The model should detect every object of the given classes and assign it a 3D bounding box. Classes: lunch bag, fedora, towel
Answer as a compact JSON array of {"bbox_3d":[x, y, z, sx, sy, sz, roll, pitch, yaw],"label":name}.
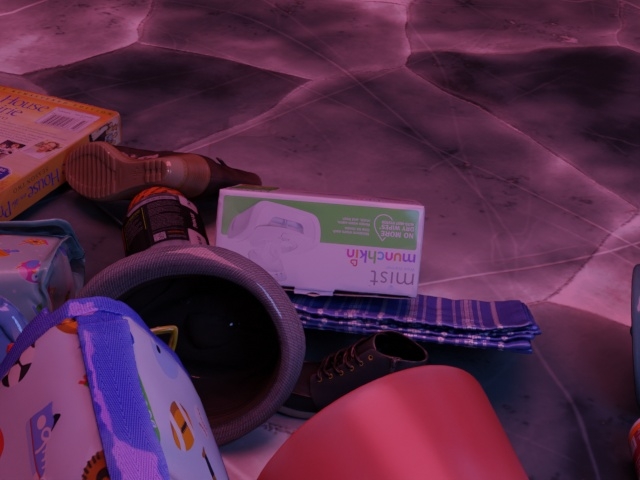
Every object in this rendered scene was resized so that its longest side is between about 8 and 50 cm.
[{"bbox_3d":[-0.422,0.056,1.514,0.223,0.160,0.262,-2,17,-1],"label":"lunch bag"},{"bbox_3d":[-0.152,0.115,1.403,0.275,0.244,0.124,-15,10,7],"label":"fedora"},{"bbox_3d":[-0.154,0.276,0.921,0.238,0.385,0.328,-10,52,-18],"label":"lunch bag"},{"bbox_3d":[0.107,0.086,1.538,0.336,0.040,0.243,6,7,5],"label":"towel"}]

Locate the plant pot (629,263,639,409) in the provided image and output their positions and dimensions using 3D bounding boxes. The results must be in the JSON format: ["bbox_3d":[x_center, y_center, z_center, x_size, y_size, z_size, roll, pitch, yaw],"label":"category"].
[{"bbox_3d":[0.507,0.113,1.435,0.255,0.272,0.272,-2,30,18],"label":"plant pot"}]

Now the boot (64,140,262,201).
[{"bbox_3d":[-0.240,-0.092,1.817,0.248,0.090,0.207,5,-1,36],"label":"boot"}]

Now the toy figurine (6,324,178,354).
[{"bbox_3d":[-0.335,0.197,1.280,0.362,0.191,0.217,-13,5,-30],"label":"toy figurine"}]

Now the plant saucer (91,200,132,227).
[{"bbox_3d":[-0.318,-0.065,1.837,0.067,0.018,0.192,-20,41,-33],"label":"plant saucer"}]

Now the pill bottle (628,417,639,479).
[{"bbox_3d":[0.397,0.265,1.329,0.086,0.086,0.152,3,33,-1],"label":"pill bottle"}]

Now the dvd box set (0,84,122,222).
[{"bbox_3d":[-0.551,-0.122,1.848,0.307,0.062,0.420,14,34,22],"label":"dvd box set"}]

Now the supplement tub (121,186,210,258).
[{"bbox_3d":[-0.209,0.012,1.635,0.117,0.117,0.190,-5,34,-13],"label":"supplement tub"}]

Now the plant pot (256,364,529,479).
[{"bbox_3d":[0.100,0.295,1.113,0.275,0.275,0.243,-14,47,-25],"label":"plant pot"}]

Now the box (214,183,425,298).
[{"bbox_3d":[0.000,0.000,1.591,0.261,0.127,0.231,5,3,3],"label":"box"}]

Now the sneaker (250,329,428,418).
[{"bbox_3d":[0.023,0.152,1.437,0.222,0.118,0.083,10,33,9],"label":"sneaker"}]

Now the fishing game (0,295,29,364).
[{"bbox_3d":[-0.415,0.141,1.378,0.264,0.189,0.041,-5,5,-3],"label":"fishing game"}]
